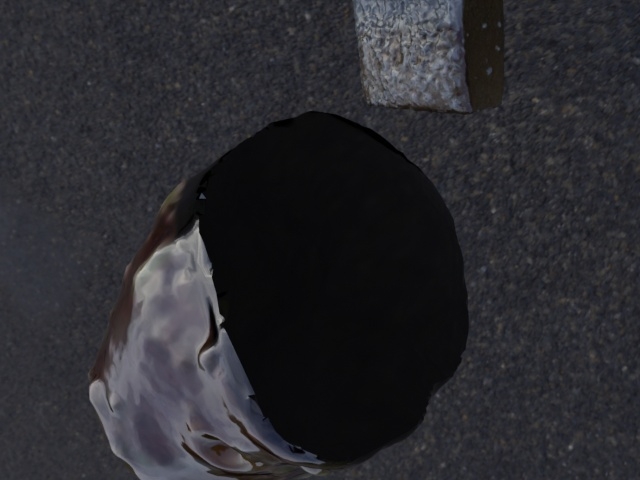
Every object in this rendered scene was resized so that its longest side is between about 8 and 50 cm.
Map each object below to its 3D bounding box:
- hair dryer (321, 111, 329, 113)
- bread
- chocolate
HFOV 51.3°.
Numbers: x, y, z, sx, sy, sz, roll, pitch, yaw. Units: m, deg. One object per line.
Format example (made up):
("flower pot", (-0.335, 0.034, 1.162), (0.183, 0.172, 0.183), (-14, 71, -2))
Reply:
("hair dryer", (0.000, 0.000, 0.952), (0.121, 0.301, 0.361), (14, 104, 33))
("bread", (0.103, -0.345, 0.701), (0.165, 0.113, 0.416), (14, 116, 51))
("chocolate", (-0.036, 0.059, 0.519), (0.225, 0.340, 0.210), (46, 124, -5))
